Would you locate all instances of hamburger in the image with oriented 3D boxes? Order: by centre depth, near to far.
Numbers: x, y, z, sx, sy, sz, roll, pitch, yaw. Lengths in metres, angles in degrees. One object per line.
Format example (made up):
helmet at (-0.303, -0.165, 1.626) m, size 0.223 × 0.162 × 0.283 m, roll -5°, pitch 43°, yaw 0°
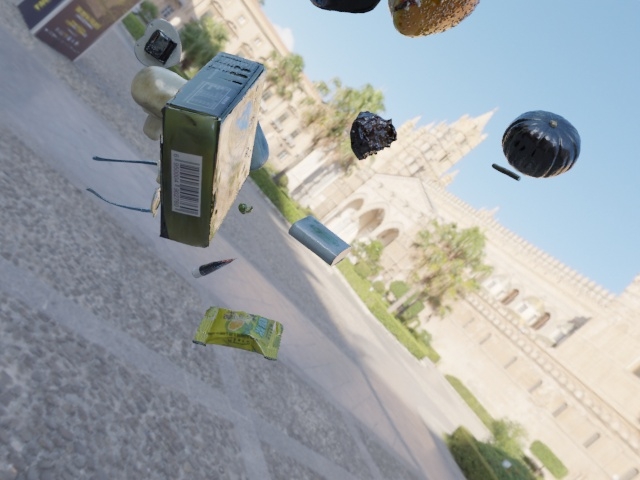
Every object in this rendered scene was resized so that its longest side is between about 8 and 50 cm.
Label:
hamburger at (0.357, -0.749, 1.479) m, size 0.227 × 0.295 × 0.151 m, roll 83°, pitch -18°, yaw -60°

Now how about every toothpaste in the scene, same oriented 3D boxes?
toothpaste at (-0.428, 0.104, 1.913) m, size 0.071 × 0.194 × 0.045 m, roll -17°, pitch 86°, yaw -67°

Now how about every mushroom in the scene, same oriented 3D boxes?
mushroom at (-0.526, -0.449, 1.599) m, size 0.254 × 0.234 × 0.260 m, roll 20°, pitch 17°, yaw -50°

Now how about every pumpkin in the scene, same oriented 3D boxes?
pumpkin at (0.640, -0.279, 1.374) m, size 0.220 × 0.221 × 0.161 m, roll 50°, pitch -28°, yaw 28°

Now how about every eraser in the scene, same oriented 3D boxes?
eraser at (0.000, 0.000, 1.944) m, size 0.227 × 0.081 × 0.174 m, roll 38°, pitch 27°, yaw 14°

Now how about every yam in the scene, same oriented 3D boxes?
yam at (0.613, -0.227, 1.567) m, size 0.116 × 0.021 × 0.021 m, roll 46°, pitch -2°, yaw 44°

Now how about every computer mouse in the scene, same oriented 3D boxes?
computer mouse at (-0.353, -0.497, 2.131) m, size 0.370 × 0.188 × 0.122 m, roll 66°, pitch -17°, yaw 6°

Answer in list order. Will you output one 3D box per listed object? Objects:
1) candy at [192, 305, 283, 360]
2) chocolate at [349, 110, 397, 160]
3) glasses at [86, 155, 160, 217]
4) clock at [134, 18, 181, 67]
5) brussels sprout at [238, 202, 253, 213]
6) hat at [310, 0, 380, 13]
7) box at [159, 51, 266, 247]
candy at (-0.281, 0.323, 1.674) m, size 0.298 × 0.081 × 0.187 m, roll 13°, pitch 37°, yaw 0°
chocolate at (0.261, -0.483, 2.178) m, size 0.177 × 0.206 × 0.224 m, roll 8°, pitch -66°, yaw 34°
glasses at (-0.585, -0.187, 1.449) m, size 0.221 × 0.088 × 0.189 m, roll 15°, pitch 59°, yaw -30°
clock at (-0.639, -0.774, 1.897) m, size 0.172 × 0.198 × 0.064 m, roll 35°, pitch 6°, yaw -16°
brussels sprout at (-0.353, -0.147, 2.232) m, size 0.046 × 0.051 × 0.083 m, roll 48°, pitch 15°, yaw 30°
hat at (0.065, -0.694, 1.040) m, size 0.336 × 0.238 × 0.208 m, roll 115°, pitch -29°, yaw -54°
box at (-0.282, -0.247, 1.256) m, size 0.138 × 0.372 × 0.420 m, roll 15°, pitch 37°, yaw 0°
